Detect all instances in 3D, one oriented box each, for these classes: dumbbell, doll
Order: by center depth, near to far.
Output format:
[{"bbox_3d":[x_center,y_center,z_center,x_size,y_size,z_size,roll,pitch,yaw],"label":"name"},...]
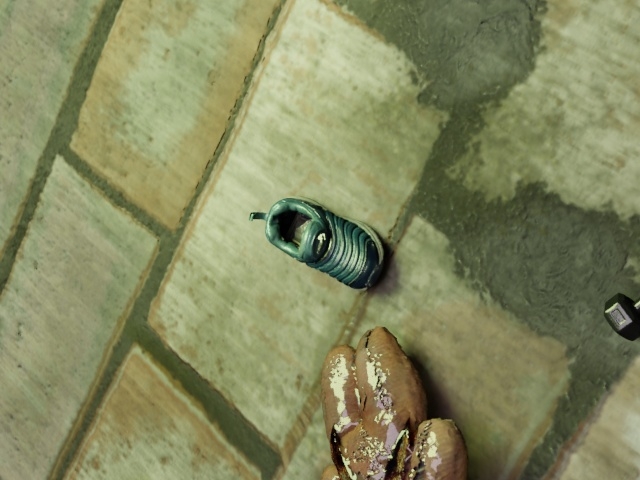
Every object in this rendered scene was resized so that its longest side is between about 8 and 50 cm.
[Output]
[{"bbox_3d":[0.269,0.044,0.829,0.083,0.040,0.036,-43,33,26],"label":"dumbbell"},{"bbox_3d":[0.038,0.229,0.913,0.201,0.156,0.303,-43,56,48],"label":"doll"}]

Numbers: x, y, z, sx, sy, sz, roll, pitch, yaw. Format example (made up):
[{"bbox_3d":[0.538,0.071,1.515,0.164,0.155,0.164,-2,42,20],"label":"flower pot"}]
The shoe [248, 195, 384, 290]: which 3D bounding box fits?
[{"bbox_3d":[0.000,0.000,1.010,0.143,0.071,0.064,33,106,29],"label":"shoe"}]
